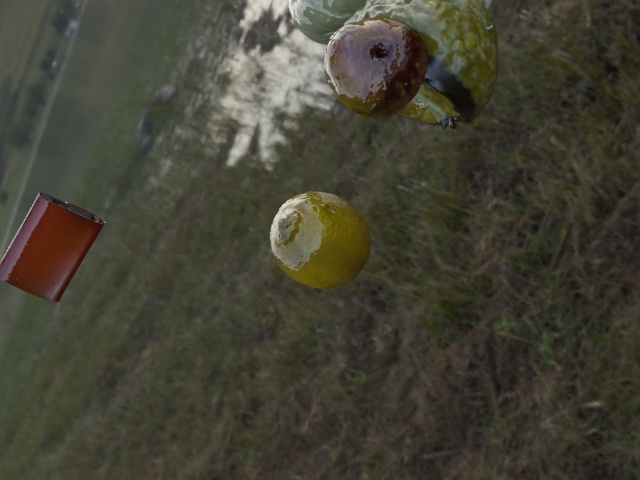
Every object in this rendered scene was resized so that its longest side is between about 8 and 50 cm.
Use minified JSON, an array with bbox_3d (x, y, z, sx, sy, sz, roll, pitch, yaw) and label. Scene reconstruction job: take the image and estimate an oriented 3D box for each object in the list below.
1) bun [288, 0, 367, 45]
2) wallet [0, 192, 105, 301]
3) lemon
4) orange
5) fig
[{"bbox_3d":[0.099,-0.533,1.871,0.213,0.361,0.361,57,130,36],"label":"bun"},{"bbox_3d":[-0.540,0.014,1.838,0.204,0.142,0.045,-56,26,16],"label":"wallet"},{"bbox_3d":[0.000,0.000,1.795,0.188,0.257,0.188,-13,64,29],"label":"lemon"},{"bbox_3d":[0.186,-0.347,1.641,0.210,0.271,0.369,-56,16,-4],"label":"orange"},{"bbox_3d":[0.071,-0.267,1.467,0.257,0.159,0.159,-169,97,-79],"label":"fig"}]
